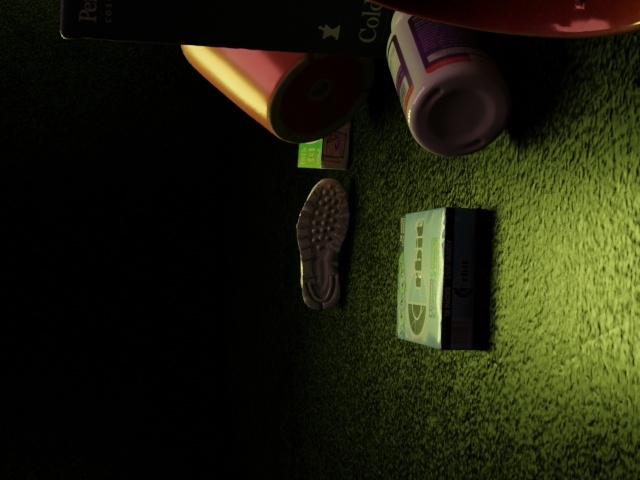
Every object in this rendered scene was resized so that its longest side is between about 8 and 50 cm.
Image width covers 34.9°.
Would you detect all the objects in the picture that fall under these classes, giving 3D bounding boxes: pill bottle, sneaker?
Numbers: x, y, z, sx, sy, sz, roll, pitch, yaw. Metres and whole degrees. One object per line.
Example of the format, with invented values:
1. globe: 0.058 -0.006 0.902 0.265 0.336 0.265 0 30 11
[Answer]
1. pill bottle: 0.130 -0.186 1.086 0.193 0.108 0.108 -100 17 -49
2. sneaker: 0.000 0.000 1.796 0.095 0.090 0.235 -91 8 -73

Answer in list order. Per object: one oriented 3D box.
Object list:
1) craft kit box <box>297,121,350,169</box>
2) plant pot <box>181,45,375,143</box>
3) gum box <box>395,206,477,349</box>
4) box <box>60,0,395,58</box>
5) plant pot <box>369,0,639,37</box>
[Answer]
1. craft kit box: 0.007 -0.254 1.883 0.250 0.061 0.247 -155 70 -78
2. plant pot: -0.055 -0.305 1.635 0.243 0.275 0.275 54 147 33
3. gum box: 0.133 0.043 1.193 0.184 0.041 0.157 172 100 -78
4. box: -0.069 -0.502 1.233 0.297 0.471 0.480 -102 18 -53
5. plant pot: 0.142 -0.311 0.723 0.272 0.272 0.265 -172 93 -79
